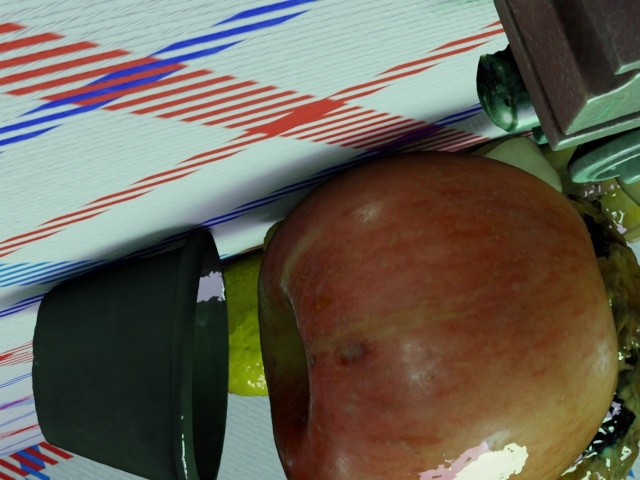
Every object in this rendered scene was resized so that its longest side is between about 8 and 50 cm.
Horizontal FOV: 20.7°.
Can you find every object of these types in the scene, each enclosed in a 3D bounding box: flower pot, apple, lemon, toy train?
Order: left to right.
[{"bbox_3d":[-0.184,0.123,1.707,0.166,0.269,0.269,1,175,4],"label":"flower pot"},{"bbox_3d":[-0.059,0.097,2.067,0.193,0.180,0.181,11,155,-36],"label":"lemon"},{"bbox_3d":[0.114,0.095,1.674,0.364,0.363,0.364,-21,174,-2],"label":"apple"},{"bbox_3d":[0.252,-0.147,1.103,0.304,0.150,0.221,-18,167,-13],"label":"toy train"}]

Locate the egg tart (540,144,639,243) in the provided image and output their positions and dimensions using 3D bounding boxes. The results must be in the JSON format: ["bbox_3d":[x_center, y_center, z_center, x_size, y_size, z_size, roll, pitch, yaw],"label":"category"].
[{"bbox_3d":[0.334,-0.055,2.206,0.352,0.150,0.352,-17,175,-1],"label":"egg tart"}]

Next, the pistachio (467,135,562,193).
[{"bbox_3d":[0.193,-0.057,1.896,0.113,0.113,0.149,-26,168,38],"label":"pistachio"}]

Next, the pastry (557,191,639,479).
[{"bbox_3d":[0.225,0.156,2.002,0.405,0.337,0.292,-38,-158,-9],"label":"pastry"}]

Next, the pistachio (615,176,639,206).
[{"bbox_3d":[0.347,-0.118,1.470,0.162,0.181,0.293,-11,160,-39],"label":"pistachio"}]

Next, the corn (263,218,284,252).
[{"bbox_3d":[0.000,0.000,1.883,0.067,0.067,0.206,-24,174,25],"label":"corn"}]
